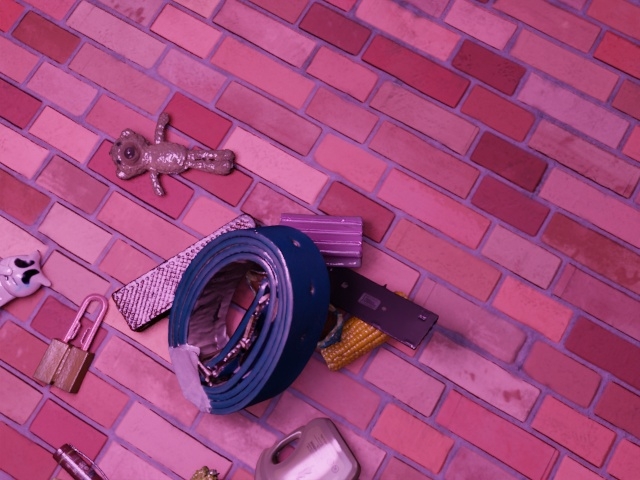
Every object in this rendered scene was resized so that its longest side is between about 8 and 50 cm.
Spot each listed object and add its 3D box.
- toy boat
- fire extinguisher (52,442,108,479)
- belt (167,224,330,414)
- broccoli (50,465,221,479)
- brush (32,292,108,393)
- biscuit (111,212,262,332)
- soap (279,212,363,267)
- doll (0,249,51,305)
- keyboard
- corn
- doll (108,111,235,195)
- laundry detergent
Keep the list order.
[{"bbox_3d":[-0.065,0.149,1.524,0.293,0.099,0.108,33,78,27],"label":"toy boat"},{"bbox_3d":[-0.534,0.527,1.508,0.158,0.043,0.064,40,39,9],"label":"fire extinguisher"},{"bbox_3d":[-0.160,0.166,1.427,0.300,0.173,0.436,39,110,25],"label":"belt"},{"bbox_3d":[-0.342,0.582,1.363,0.397,0.275,0.353,55,41,2],"label":"broccoli"},{"bbox_3d":[-0.573,0.233,1.573,0.103,0.047,0.233,22,79,7],"label":"brush"},{"bbox_3d":[-0.300,0.076,1.586,0.389,0.073,0.107,-32,80,-5],"label":"biscuit"},{"bbox_3d":[0.000,0.000,1.576,0.203,0.065,0.122,4,51,3],"label":"soap"},{"bbox_3d":[-0.747,0.099,1.578,0.181,0.107,0.110,-25,86,-3],"label":"doll"},{"bbox_3d":[0.116,0.139,1.501,0.317,0.027,0.106,27,70,37],"label":"keyboard"},{"bbox_3d":[0.107,0.206,1.531,0.244,0.093,0.093,-33,78,-6],"label":"corn"},{"bbox_3d":[-0.371,-0.196,1.651,0.286,0.091,0.202,30,92,-2],"label":"doll"},{"bbox_3d":[-0.050,0.515,1.464,0.253,0.091,0.181,-33,63,-5],"label":"laundry detergent"}]
